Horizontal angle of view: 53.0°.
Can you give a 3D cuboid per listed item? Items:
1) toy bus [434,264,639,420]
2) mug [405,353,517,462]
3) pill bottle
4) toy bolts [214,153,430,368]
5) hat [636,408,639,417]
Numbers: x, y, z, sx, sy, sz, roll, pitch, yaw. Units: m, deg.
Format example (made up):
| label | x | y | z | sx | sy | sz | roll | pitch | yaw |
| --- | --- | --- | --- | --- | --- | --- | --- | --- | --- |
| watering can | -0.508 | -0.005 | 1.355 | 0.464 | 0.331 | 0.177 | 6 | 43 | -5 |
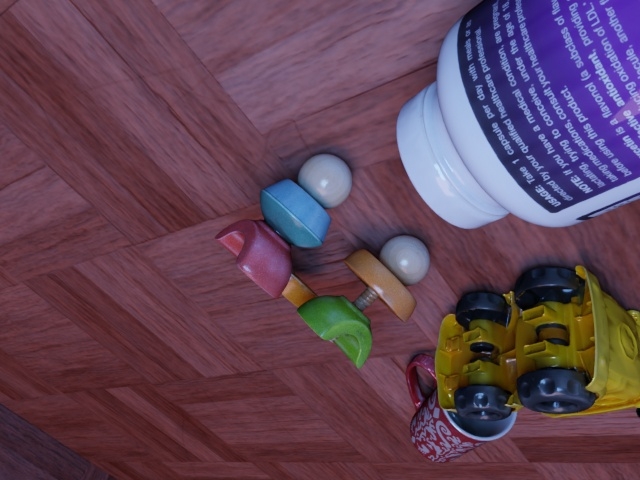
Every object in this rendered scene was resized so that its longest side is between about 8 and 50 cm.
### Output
| label | x | y | z | sx | sy | sz | roll | pitch | yaw |
| --- | --- | --- | --- | --- | --- | --- | --- | --- | --- |
| toy bus | 0.278 | 0.146 | 0.762 | 0.211 | 0.149 | 0.220 | 25 | 146 | -29 |
| mug | 0.195 | 0.244 | 0.950 | 0.113 | 0.150 | 0.169 | -11 | 150 | -18 |
| pill bottle | 0.208 | -0.123 | 0.431 | 0.181 | 0.181 | 0.323 | 40 | 138 | -21 |
| toy bolts | 0.000 | 0.000 | 0.750 | 0.228 | 0.158 | 0.218 | 45 | 177 | -40 |
| hat | 0.443 | 0.108 | 0.709 | 0.173 | 0.184 | 0.208 | -9 | 180 | -20 |
